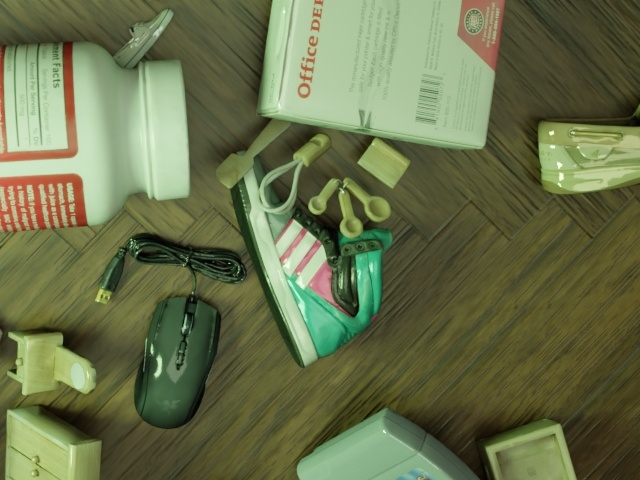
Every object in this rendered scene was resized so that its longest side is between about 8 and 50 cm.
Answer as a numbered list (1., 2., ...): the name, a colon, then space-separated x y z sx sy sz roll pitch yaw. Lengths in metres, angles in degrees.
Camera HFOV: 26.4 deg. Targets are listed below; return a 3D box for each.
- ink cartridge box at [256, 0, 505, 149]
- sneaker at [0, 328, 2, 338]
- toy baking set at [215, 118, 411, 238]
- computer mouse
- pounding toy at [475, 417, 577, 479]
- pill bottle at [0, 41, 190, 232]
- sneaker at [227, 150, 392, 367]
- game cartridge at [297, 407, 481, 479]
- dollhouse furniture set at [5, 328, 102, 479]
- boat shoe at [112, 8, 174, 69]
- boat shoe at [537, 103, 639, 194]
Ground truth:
1. ink cartridge box: 0.075 -0.238 1.736 0.283 0.117 0.207 8 90 -18
2. sneaker: -0.470 0.157 1.795 0.070 0.051 0.134 36 89 -7
3. toy baking set: -0.002 -0.107 1.770 0.256 0.030 0.196 15 59 -13
4. computer mouse: -0.218 0.122 1.820 0.184 0.060 0.262 19 97 -12
5. pounding toy: 0.284 0.338 1.922 0.130 0.100 0.141 -17 91 -5
6. pill bottle: -0.368 -0.125 1.669 0.408 0.229 0.229 -4 101 -7
7. sneaker: 0.000 0.000 1.800 0.178 0.124 0.295 -21 95 -11
8. game cartridge: 0.132 0.369 1.871 0.297 0.062 0.198 46 128 -12
9. dollhouse furniture set: -0.463 0.283 1.671 0.355 0.174 0.303 -5 105 -41
10. boat shoe: -0.231 -0.265 1.764 0.035 0.035 0.100 39 99 -15
11. boat shoe: 0.463 -0.141 1.839 0.341 0.121 0.110 -9 102 -5
